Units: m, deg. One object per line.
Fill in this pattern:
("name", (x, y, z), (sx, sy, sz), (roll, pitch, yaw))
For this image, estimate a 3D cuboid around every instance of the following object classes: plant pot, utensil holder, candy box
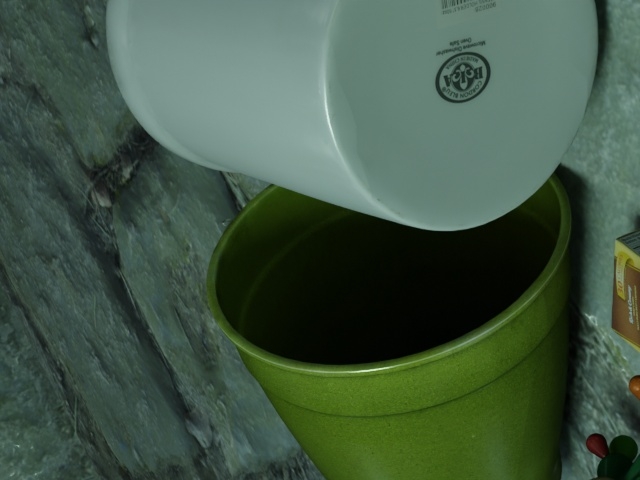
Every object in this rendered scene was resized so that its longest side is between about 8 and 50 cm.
("plant pot", (0.108, 0.135, 1.794), (0.366, 0.366, 0.353), (31, 149, 47))
("utensil holder", (0.025, -0.191, 1.641), (0.385, 0.327, 0.328), (23, 130, 54))
("candy box", (0.342, 0.078, 1.588), (0.187, 0.053, 0.109), (46, 148, 50))

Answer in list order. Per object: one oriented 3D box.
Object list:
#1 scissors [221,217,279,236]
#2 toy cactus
("scissors", (0.000, 0.000, 1.901), (0.021, 0.297, 0.109), (12, 109, 39))
("toy cactus", (0.296, 0.220, 1.637), (0.112, 0.180, 0.219), (61, 168, -17))
